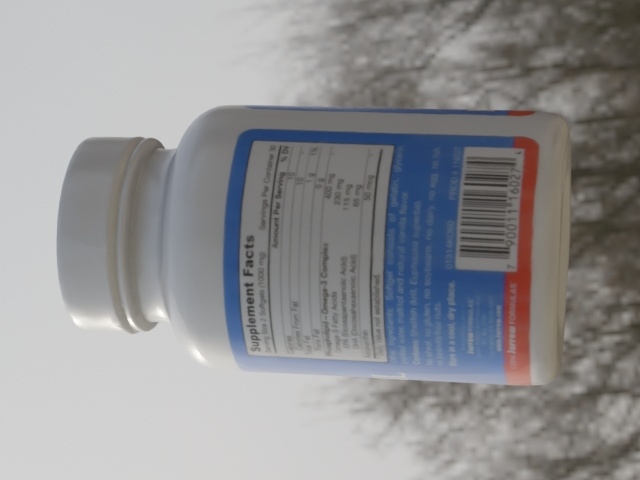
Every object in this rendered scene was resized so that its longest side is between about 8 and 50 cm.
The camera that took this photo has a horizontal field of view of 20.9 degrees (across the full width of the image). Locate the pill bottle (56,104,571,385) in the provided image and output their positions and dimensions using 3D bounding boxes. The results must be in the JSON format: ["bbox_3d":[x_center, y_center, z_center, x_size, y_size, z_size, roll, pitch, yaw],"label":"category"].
[{"bbox_3d":[0.000,0.000,0.789,0.124,0.222,0.124,3,-90,-79],"label":"pill bottle"}]
